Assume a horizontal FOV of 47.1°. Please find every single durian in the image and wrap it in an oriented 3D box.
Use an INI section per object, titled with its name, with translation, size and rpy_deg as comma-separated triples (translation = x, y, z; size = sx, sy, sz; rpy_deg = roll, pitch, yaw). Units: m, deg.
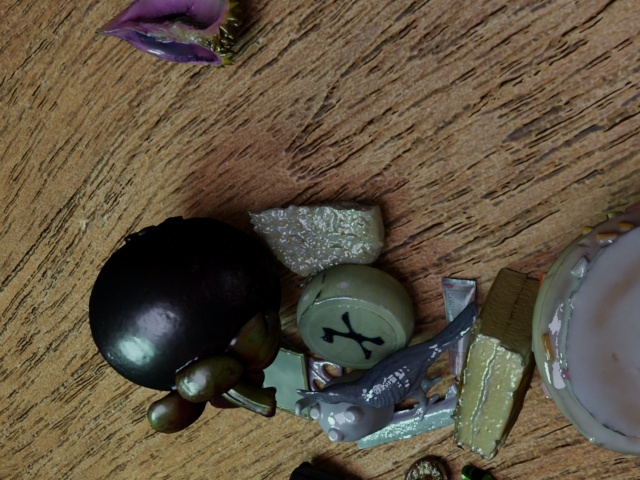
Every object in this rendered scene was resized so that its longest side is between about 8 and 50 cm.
[durian]
translation = -0.243, -0.408, 1.354
size = 0.260, 0.154, 0.186
rpy_deg = 28, 101, 23

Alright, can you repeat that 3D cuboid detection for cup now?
[cup]
translation = 0.043, 0.329, 1.491
size = 0.173, 0.142, 0.134
rpy_deg = 31, 107, 28

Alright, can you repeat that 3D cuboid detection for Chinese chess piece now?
[Chinese chess piece]
translation = 0.063, 0.149, 1.407
size = 0.238, 0.092, 0.238
rpy_deg = 8, 135, 8

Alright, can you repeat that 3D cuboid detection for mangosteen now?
[mangosteen]
translation = -0.248, 0.169, 1.462
size = 0.382, 0.382, 0.435
rpy_deg = -23, 90, 35

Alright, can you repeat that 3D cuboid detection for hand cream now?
[hand cream]
translation = 0.264, 0.172, 1.383
size = 0.067, 0.043, 0.210
rpy_deg = 4, 109, 32

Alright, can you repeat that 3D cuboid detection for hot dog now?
[hot dog]
translation = 0.226, 0.528, 1.554
size = 0.099, 0.065, 0.147
rpy_deg = 27, 126, 28

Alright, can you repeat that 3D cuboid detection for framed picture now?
[framed picture]
translation = -0.085, 0.312, 1.646
size = 0.136, 0.010, 0.201
rpy_deg = 12, 127, 25

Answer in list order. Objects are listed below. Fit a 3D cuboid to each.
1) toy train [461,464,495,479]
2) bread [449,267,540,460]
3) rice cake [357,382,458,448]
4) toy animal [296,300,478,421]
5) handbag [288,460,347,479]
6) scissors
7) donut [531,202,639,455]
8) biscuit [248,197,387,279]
[toy train]
translation = 0.366, 0.539, 1.489
size = 0.042, 0.044, 0.209
rpy_deg = -36, 92, 37
[bread]
translation = 0.306, 0.210, 1.247
size = 0.111, 0.246, 0.239
rpy_deg = 16, 119, 21
[rice cake]
translation = 0.186, 0.364, 1.511
size = 0.290, 0.051, 0.081
rpy_deg = -28, 86, 34
[toy animal]
translation = 0.161, 0.257, 1.370
size = 0.367, 0.081, 0.206
rpy_deg = -28, 132, 13
[handbag]
translation = 0.052, 0.695, 1.691
size = 0.288, 0.152, 0.342
rpy_deg = 11, 118, 12
[scissors]
translation = -0.039, 0.259, 1.608
size = 0.212, 0.021, 0.110
rpy_deg = 38, 123, 8
[donut]
translation = 0.483, 0.126, 1.078
size = 0.382, 0.142, 0.383
rpy_deg = -1, 96, -11
[biscuit]
translation = 0.000, 0.000, 1.429
size = 0.281, 0.084, 0.179
rpy_deg = 3, 118, 31
